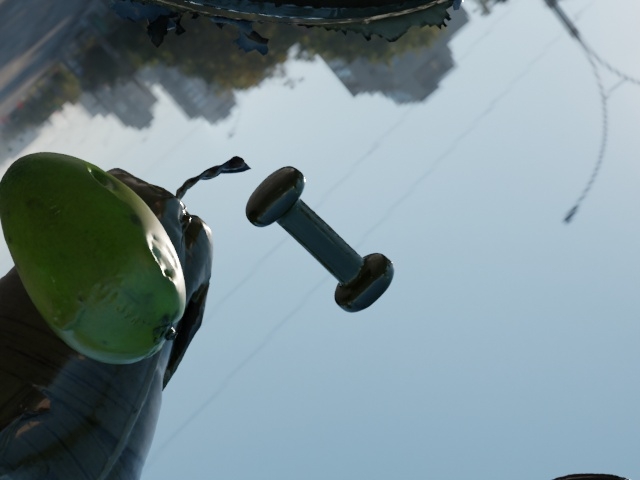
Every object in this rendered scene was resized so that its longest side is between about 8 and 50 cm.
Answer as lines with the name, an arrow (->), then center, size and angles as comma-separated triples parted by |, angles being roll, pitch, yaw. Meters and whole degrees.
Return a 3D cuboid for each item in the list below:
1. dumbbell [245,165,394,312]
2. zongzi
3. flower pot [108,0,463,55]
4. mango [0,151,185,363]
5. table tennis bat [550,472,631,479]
dumbbell -> 0.000, 0.000, 0.826 | 0.052, 0.118, 0.046 | -45, -160, 0
zongzi -> -0.239, 0.160, 1.439 | 0.218, 0.467, 0.500 | 21, -118, 27
flower pot -> 0.001, -0.236, 0.334 | 0.290, 0.290, 0.259 | -52, -179, -36
mango -> -0.174, 0.012, 0.846 | 0.119, 0.178, 0.100 | -40, 174, 25
table tennis bat -> 0.326, 0.322, 1.180 | 0.301, 0.173, 0.022 | -8, 165, 11
